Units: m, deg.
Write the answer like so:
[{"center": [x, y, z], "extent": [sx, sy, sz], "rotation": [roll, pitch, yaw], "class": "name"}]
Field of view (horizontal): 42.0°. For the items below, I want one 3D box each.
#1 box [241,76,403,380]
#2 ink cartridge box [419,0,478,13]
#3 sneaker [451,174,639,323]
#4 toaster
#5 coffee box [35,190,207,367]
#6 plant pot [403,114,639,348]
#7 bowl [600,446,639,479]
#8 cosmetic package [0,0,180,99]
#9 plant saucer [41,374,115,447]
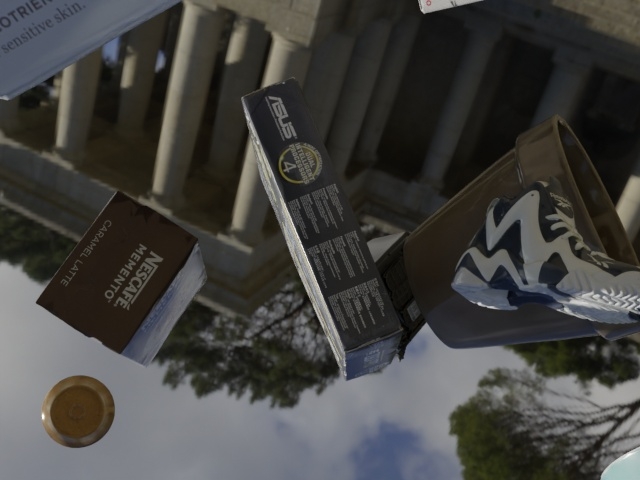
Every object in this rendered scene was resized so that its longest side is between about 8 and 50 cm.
[{"center": [0.000, 0.000, 1.257], "extent": [0.097, 0.318, 0.395], "rotation": [-22, -106, -3], "class": "box"}, {"center": [0.222, -0.431, 1.336], "extent": [0.135, 0.099, 0.056], "rotation": [-6, -157, 25], "class": "ink cartridge box"}, {"center": [0.261, -0.002, 0.880], "extent": [0.094, 0.153, 0.235], "rotation": [32, 159, -36], "class": "sneaker"}, {"center": [0.120, 0.101, 1.524], "extent": [0.110, 0.168, 0.185], "rotation": [-10, -155, 45], "class": "toaster"}, {"center": [-0.206, 0.054, 0.921], "extent": [0.098, 0.141, 0.246], "rotation": [32, 168, 2], "class": "coffee box"}, {"center": [0.285, 0.022, 1.214], "extent": [0.323, 0.280, 0.323], "rotation": [46, -150, -37], "class": "plant pot"}, {"center": [0.571, 0.374, 1.159], "extent": [0.311, 0.311, 0.163], "rotation": [6, -127, -21], "class": "bowl"}, {"center": [-0.221, -0.405, 0.703], "extent": [0.327, 0.394, 0.329], "rotation": [-23, -152, 18], "class": "cosmetic package"}, {"center": [-0.281, 0.198, 0.966], "extent": [0.083, 0.084, 0.015], "rotation": [13, 167, -8], "class": "plant saucer"}]
